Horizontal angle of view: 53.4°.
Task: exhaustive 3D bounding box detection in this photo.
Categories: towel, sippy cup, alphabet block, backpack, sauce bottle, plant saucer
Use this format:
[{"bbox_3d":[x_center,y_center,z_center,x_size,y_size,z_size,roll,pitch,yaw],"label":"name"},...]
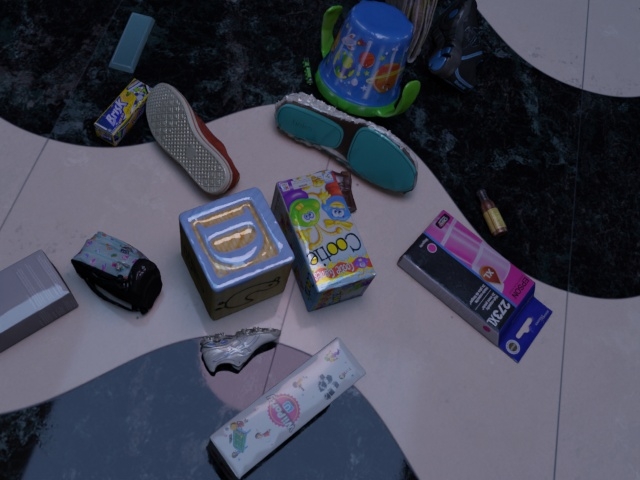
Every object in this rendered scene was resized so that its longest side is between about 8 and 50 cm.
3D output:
[{"bbox_3d":[0.245,-0.728,1.746,0.090,0.320,0.374,-2,66,-5],"label":"towel"},{"bbox_3d":[0.125,-0.477,1.635,0.306,0.224,0.240,23,48,0],"label":"sippy cup"},{"bbox_3d":[-0.187,0.031,1.389,0.193,0.197,0.193,-21,71,-18],"label":"alphabet block"},{"bbox_3d":[-0.437,0.063,1.370,0.182,0.152,0.115,24,58,15],"label":"backpack"},{"bbox_3d":[0.437,-0.071,1.634,0.042,0.042,0.128,-13,70,-16],"label":"sauce bottle"},{"bbox_3d":[-0.499,-0.528,1.687,0.067,0.018,0.192,14,65,-4],"label":"plant saucer"}]

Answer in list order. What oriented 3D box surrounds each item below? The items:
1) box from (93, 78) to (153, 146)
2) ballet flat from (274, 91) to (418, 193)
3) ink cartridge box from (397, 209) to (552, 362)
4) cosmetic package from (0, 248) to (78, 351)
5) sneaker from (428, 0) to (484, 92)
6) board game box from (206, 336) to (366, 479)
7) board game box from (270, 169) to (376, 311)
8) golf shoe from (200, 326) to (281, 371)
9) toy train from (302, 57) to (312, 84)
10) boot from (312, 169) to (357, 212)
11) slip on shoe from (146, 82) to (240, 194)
[{"bbox_3d":[-0.482,-0.317,1.572,0.059,0.054,0.168,29,64,3],"label":"box"},{"bbox_3d":[0.079,-0.268,1.618,0.409,0.147,0.147,30,64,3],"label":"ballet flat"},{"bbox_3d":[0.382,0.106,1.535,0.371,0.069,0.176,41,65,7],"label":"ink cartridge box"},{"bbox_3d":[-0.643,0.139,1.312,0.238,0.107,0.127,-32,75,-19],"label":"cosmetic package"},{"bbox_3d":[0.401,-0.566,1.832,0.140,0.125,0.340,34,58,-25],"label":"sneaker"},{"bbox_3d":[-0.074,0.337,1.256,0.303,0.224,0.097,-35,78,-22],"label":"board game box"},{"bbox_3d":[0.000,0.000,1.466,0.142,0.144,0.275,-15,70,-17],"label":"board game box"},{"bbox_3d":[-0.169,0.235,1.384,0.176,0.069,0.085,-10,88,-11],"label":"golf shoe"},{"bbox_3d":[-0.034,-0.463,1.737,0.017,0.023,0.083,-6,67,-13],"label":"toy train"},{"bbox_3d":[0.034,-0.118,1.588,0.107,0.037,0.114,-2,71,-9],"label":"boot"},{"bbox_3d":[-0.312,-0.244,1.548,0.123,0.101,0.331,-43,77,17],"label":"slip on shoe"}]
